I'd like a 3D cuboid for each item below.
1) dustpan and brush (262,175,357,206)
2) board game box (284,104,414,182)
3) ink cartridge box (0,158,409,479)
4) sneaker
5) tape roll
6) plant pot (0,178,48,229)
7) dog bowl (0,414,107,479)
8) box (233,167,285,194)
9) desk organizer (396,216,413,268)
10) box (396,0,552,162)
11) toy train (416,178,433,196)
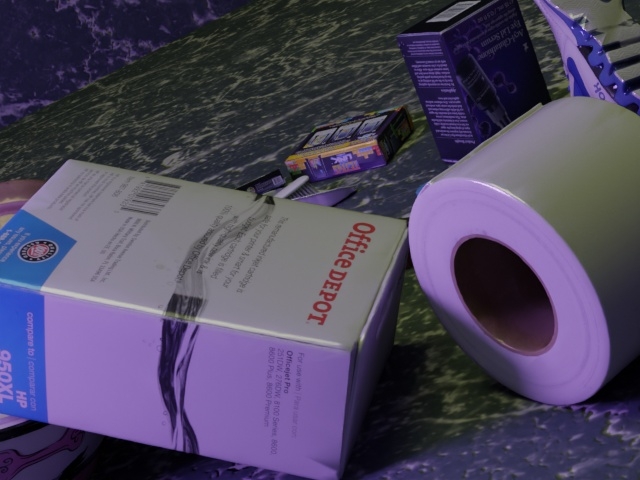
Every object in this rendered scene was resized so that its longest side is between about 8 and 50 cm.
[{"bbox_3d":[-0.068,-0.052,2.100,0.211,0.060,0.147,-35,22,-32],"label":"dustpan and brush"},{"bbox_3d":[0.048,-0.152,2.257,0.170,0.048,0.141,-11,24,30],"label":"board game box"},{"bbox_3d":[-0.128,0.072,1.454,0.394,0.166,0.285,10,28,10],"label":"ink cartridge box"},{"bbox_3d":[0.355,-0.222,1.839,0.127,0.182,0.316,-14,53,-18],"label":"sneaker"},{"bbox_3d":[0.225,0.009,1.326,0.169,0.246,0.246,-35,22,-29],"label":"tape roll"},{"bbox_3d":[-0.388,0.085,1.872,0.263,0.263,0.229,-21,35,7],"label":"plant pot"},{"bbox_3d":[-0.418,0.186,1.571,0.407,0.150,0.408,-1,23,0],"label":"dog bowl"},{"bbox_3d":[-0.122,-0.072,2.226,0.137,0.027,0.094,-25,0,-4],"label":"box"},{"bbox_3d":[0.065,0.008,1.804,0.130,0.050,0.047,-7,25,39],"label":"desk organizer"},{"bbox_3d":[0.225,-0.234,2.028,0.153,0.207,0.108,-34,22,-27],"label":"box"},{"bbox_3d":[0.237,-0.032,1.571,0.248,0.143,0.105,-19,20,12],"label":"toy train"}]
